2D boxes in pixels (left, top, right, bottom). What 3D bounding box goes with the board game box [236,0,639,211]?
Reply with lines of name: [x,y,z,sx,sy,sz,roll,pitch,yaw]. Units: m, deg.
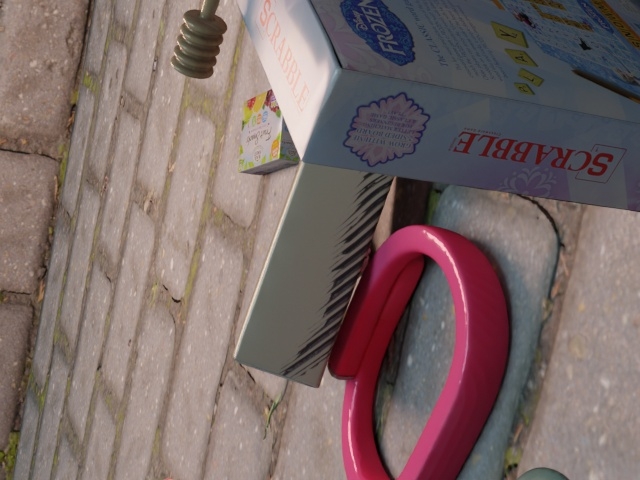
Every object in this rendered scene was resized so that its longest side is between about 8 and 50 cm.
board game box: [0.101,-0.148,0.730,0.318,0.318,0.066,-111,36,-47]

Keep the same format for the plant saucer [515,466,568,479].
plant saucer: [0.166,0.237,0.834,0.119,0.021,0.119,-172,90,-65]

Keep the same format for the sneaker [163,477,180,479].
sneaker: [-0.217,0.374,1.573,0.134,0.051,0.070,123,140,-50]

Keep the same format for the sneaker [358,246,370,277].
sneaker: [0.018,-0.009,1.174,0.047,0.057,0.119,-53,39,43]

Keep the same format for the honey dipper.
honey dipper: [-0.061,-0.178,0.672,0.030,0.030,0.160,-116,40,-50]

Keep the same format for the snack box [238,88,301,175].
snack box: [-0.064,-0.144,1.406,0.141,0.037,0.100,170,104,-64]

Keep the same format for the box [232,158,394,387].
box: [0.000,0.000,1.080,0.113,0.094,0.275,-101,30,-86]

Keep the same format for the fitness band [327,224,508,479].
fitness band: [0.082,0.123,1.007,0.209,0.054,0.291,-119,42,-51]
